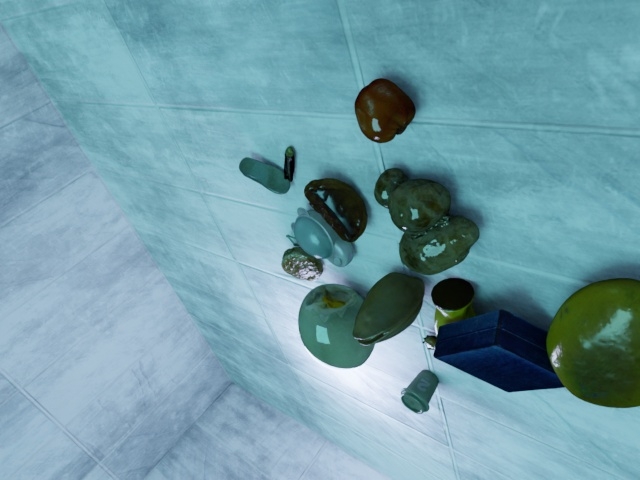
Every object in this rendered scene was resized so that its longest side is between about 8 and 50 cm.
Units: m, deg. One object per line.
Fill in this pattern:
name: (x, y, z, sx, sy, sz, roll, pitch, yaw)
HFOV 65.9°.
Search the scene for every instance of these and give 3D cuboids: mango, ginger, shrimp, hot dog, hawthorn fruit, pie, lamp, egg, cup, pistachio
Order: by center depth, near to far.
mango: (0.645, 0.228, 1.095, 0.253, 0.182, 0.364, 27, 145, 29)
hawthorn fruit: (0.139, -0.297, 1.120, 0.138, 0.133, 0.133, 52, 150, 10)
ginger: (0.263, -0.055, 1.261, 0.245, 0.155, 0.304, -8, 114, 61)
hot dog: (0.051, -0.097, 1.487, 0.161, 0.099, 0.227, -9, 122, 53)
pistachio: (0.212, 0.217, 1.523, 0.163, 0.260, 0.213, 41, 159, -12)
shrimp: (0.405, 0.351, 1.605, 0.150, 0.051, 0.217, 21, 178, 0)
lamp: (-0.001, 0.002, 1.659, 0.246, 0.108, 0.179, 40, 153, 6)
egg: (0.066, 0.329, 1.803, 0.278, 0.278, 0.336, 16, 135, 38)
cup: (0.378, 0.563, 1.847, 0.120, 0.141, 0.120, 31, 144, 26)
pie: (-0.067, 0.091, 1.873, 0.163, 0.079, 0.193, 27, 149, 4)

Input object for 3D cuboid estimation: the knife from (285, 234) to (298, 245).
knife: (-0.053, 0.012, 1.808, 0.166, 0.022, 0.078, 15, 161, 38)

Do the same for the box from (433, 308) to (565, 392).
box: (0.501, 0.306, 1.342, 0.279, 0.116, 0.261, 25, 154, -15)

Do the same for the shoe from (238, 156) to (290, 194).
shoe: (-0.180, -0.217, 1.661, 0.195, 0.079, 0.078, 27, -175, 10)

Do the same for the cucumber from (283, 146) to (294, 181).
cucumber: (-0.098, -0.240, 1.558, 0.033, 0.034, 0.134, 20, 148, 8)

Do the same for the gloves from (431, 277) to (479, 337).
gloves: (0.420, 0.247, 1.476, 0.133, 0.116, 0.294, 25, 152, 43)
